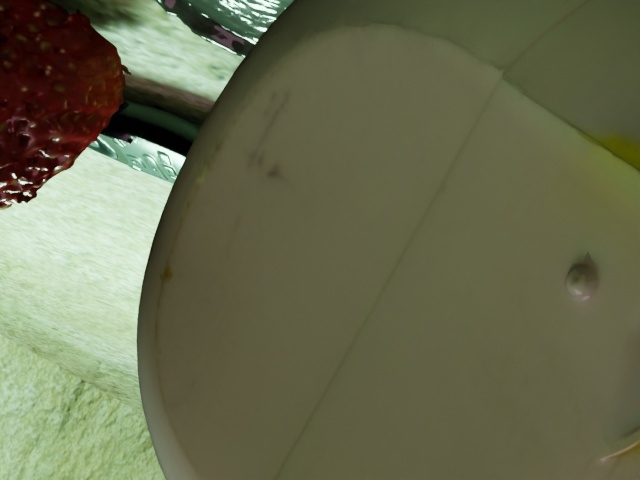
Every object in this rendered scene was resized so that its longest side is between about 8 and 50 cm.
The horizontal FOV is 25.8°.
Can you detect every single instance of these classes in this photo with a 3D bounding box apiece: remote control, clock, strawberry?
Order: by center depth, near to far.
[{"bbox_3d":[0.116,0.031,0.593,0.250,0.368,0.377,39,-161,34],"label":"clock"},{"bbox_3d":[-0.231,-0.101,0.969,0.201,0.184,0.187,-2,123,8],"label":"strawberry"},{"bbox_3d":[-0.167,-0.093,1.128,0.256,0.045,0.097,22,164,15],"label":"remote control"}]

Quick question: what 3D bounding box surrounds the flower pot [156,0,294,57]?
[{"bbox_3d":[-0.057,-0.162,0.628,0.229,0.103,0.108,24,166,-6],"label":"flower pot"}]
